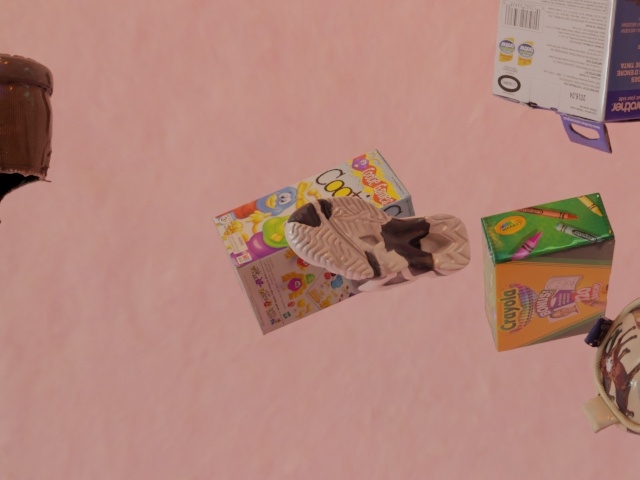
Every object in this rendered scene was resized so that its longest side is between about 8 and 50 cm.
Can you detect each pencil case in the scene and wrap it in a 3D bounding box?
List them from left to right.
[{"bbox_3d":[0.488,0.191,1.438,0.183,0.410,0.160,-37,49,29],"label":"pencil case"}]

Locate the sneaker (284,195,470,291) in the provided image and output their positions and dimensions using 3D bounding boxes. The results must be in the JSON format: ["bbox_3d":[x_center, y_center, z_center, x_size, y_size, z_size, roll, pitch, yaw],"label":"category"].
[{"bbox_3d":[0.039,0.013,1.367,0.235,0.153,0.094,-2,76,-33],"label":"sneaker"}]

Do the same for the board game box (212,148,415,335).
[{"bbox_3d":[0.000,0.000,1.799,0.275,0.142,0.144,-23,130,-6],"label":"board game box"}]

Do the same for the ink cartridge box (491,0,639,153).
[{"bbox_3d":[0.404,-0.334,1.814,0.151,0.270,0.395,-5,108,-29],"label":"ink cartridge box"}]

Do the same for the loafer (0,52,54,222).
[{"bbox_3d":[-0.384,-0.046,1.147,0.366,0.134,0.130,-31,65,40],"label":"loafer"}]

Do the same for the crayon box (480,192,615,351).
[{"bbox_3d":[0.319,0.051,1.690,0.165,0.278,0.081,-12,59,2],"label":"crayon box"}]
